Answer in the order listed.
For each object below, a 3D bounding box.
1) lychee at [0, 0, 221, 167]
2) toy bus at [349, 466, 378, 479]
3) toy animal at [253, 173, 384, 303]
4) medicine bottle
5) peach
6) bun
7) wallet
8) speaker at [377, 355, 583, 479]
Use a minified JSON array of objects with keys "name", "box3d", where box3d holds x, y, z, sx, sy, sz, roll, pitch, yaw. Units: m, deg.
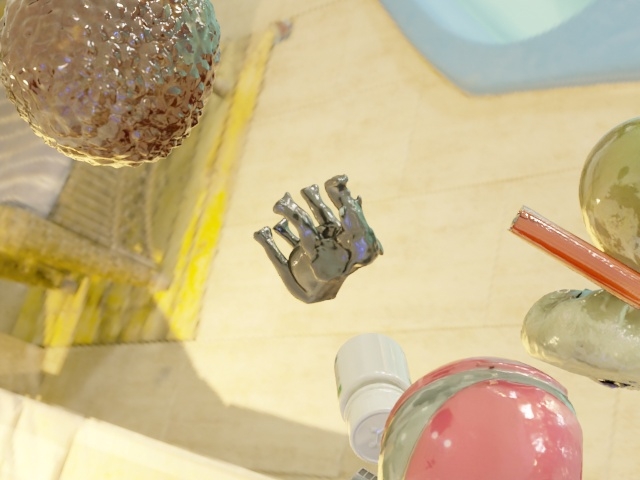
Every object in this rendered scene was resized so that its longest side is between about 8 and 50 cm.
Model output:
[{"name":"lychee","box3d":[-0.237,-0.209,1.263,0.261,0.261,0.260,-27,48,36]},{"name":"toy bus","box3d":[0.108,0.477,2.150,0.052,0.037,0.131,-44,27,-18]},{"name":"toy animal","box3d":[0.005,-0.003,1.514,0.146,0.114,0.245,54,157,11]},{"name":"medicine bottle","box3d":[0.099,0.276,1.971,0.139,0.139,0.237,-47,22,17]},{"name":"peach","box3d":[0.547,-0.064,1.736,0.292,0.292,0.247,-30,45,34]},{"name":"bun","box3d":[0.472,0.156,1.861,0.273,0.273,0.168,3,77,50]},{"name":"wallet","box3d":[0.348,0.021,1.511,0.045,0.204,0.142,-60,-6,8]},{"name":"speaker","box3d":[0.204,0.291,1.370,0.294,0.294,0.294,-27,48,36]}]
